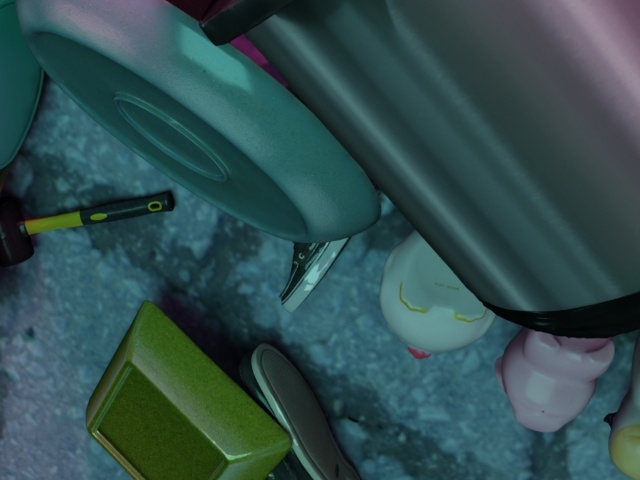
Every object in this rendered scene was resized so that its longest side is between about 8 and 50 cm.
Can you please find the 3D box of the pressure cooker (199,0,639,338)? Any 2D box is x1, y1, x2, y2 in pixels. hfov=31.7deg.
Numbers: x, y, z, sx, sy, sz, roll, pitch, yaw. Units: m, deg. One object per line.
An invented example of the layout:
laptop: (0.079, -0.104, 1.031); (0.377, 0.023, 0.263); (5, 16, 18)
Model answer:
pressure cooker: (0.122, -0.206, 0.632); (0.375, 0.370, 0.420); (-39, 109, 12)

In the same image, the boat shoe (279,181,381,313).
boat shoe: (0.000, 0.000, 0.966); (0.040, 0.049, 0.142); (35, 113, 4)

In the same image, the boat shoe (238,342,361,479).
boat shoe: (-0.025, 0.204, 1.049); (0.079, 0.084, 0.233); (-19, 111, 19)

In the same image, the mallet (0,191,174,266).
mallet: (-0.221, -0.011, 1.030); (0.189, 0.039, 0.062); (-3, 113, 13)

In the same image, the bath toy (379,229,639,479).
bath toy: (0.209, 0.096, 0.914); (0.348, 0.129, 0.151); (21, 75, 3)

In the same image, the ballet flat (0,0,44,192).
ballet flat: (-0.330, -0.063, 0.984); (0.124, 0.116, 0.343); (25, 109, 40)

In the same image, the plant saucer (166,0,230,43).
plant saucer: (-0.149, -0.190, 0.893); (0.168, 0.029, 0.168); (9, 143, 7)

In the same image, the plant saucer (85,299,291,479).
plant saucer: (-0.139, 0.179, 1.044); (0.188, 0.045, 0.188); (43, 133, 9)

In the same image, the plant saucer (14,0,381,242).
plant saucer: (-0.100, -0.088, 0.823); (0.317, 0.317, 0.044); (35, 79, -3)
